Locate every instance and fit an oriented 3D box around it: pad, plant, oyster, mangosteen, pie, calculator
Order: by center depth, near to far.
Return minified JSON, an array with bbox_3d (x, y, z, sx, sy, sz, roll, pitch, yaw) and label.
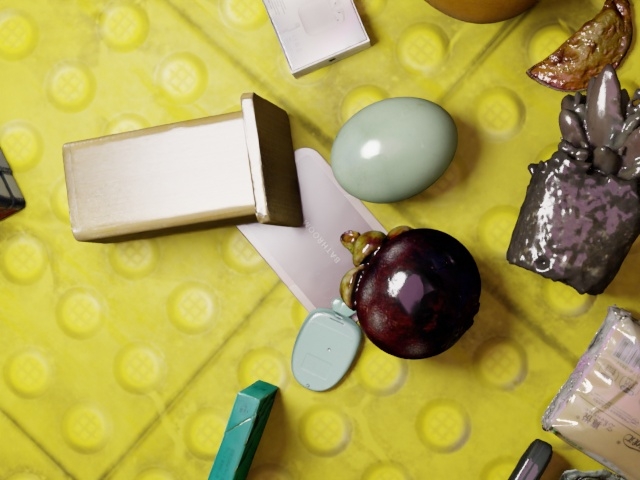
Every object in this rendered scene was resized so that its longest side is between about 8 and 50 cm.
[{"bbox_3d":[0.389,-0.087,1.388,0.182,0.194,0.320,21,94,3],"label":"plant"},{"bbox_3d":[0.119,0.065,1.427,0.231,0.194,0.194,29,92,25],"label":"mangosteen"},{"bbox_3d":[0.394,0.365,1.452,0.100,0.037,0.098,38,95,-11],"label":"oyster"},{"bbox_3d":[0.409,-0.286,1.471,0.191,0.033,0.088,-42,89,4],"label":"pie"},{"bbox_3d":[0.010,0.159,1.507,0.095,0.021,0.153,25,97,5],"label":"calculator"},{"bbox_3d":[0.000,0.000,1.523,0.176,0.002,0.266,-41,85,4],"label":"pad"}]

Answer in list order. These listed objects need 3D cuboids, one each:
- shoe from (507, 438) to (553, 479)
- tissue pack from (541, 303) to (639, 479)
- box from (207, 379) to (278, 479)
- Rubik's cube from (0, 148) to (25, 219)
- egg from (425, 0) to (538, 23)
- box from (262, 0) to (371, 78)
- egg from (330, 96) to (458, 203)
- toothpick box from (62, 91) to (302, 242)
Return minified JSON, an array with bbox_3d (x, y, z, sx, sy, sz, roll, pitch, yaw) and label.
[{"bbox_3d":[0.292,0.411,1.432,0.093,0.108,0.241,30,89,9],"label":"shoe"},{"bbox_3d":[0.482,0.245,1.408,0.257,0.123,0.215,31,94,7],"label":"tissue pack"},{"bbox_3d":[-0.127,0.325,1.451,0.042,0.161,0.226,19,91,6],"label":"box"},{"bbox_3d":[-0.666,-0.119,1.454,0.292,0.293,0.286,-26,86,3],"label":"Rubik's cube"},{"bbox_3d":[0.212,-0.478,1.370,0.283,0.282,0.351,-14,97,6],"label":"egg"},{"bbox_3d":[-0.006,-0.335,1.506,0.129,0.051,0.130,-22,88,5],"label":"box"},{"bbox_3d":[0.108,-0.133,1.439,0.192,0.149,0.149,-25,86,7],"label":"egg"},{"bbox_3d":[-0.206,-0.092,1.463,0.308,0.190,0.187,-9,88,12],"label":"toothpick box"}]
